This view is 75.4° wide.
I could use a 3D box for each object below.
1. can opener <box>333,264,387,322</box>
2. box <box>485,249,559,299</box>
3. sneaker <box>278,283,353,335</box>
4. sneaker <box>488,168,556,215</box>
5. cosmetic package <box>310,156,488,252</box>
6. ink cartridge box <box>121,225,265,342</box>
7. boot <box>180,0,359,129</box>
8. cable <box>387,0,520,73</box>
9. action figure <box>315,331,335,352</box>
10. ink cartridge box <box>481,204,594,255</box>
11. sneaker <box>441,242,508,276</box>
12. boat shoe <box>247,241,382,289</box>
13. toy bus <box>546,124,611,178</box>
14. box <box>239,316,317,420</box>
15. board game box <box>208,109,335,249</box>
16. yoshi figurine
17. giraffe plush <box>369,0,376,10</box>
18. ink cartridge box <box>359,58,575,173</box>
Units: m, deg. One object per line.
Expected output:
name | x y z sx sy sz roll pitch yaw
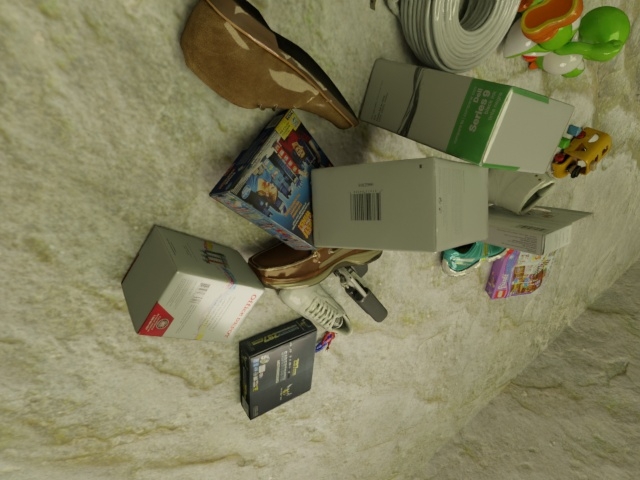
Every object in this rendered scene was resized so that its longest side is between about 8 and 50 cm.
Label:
can opener | 0.110 0.122 1.043 0.093 0.074 0.280 -43 138 -7
box | 0.722 0.079 1.474 0.200 0.057 0.294 -6 128 -6
sneaker | -0.003 0.155 0.960 0.090 0.095 0.235 -50 137 4
sneaker | 0.576 -0.206 1.115 0.108 0.169 0.293 20 105 -44
cosmetic package | 0.140 -0.059 0.711 0.224 0.223 0.138 -10 99 -49
ink cartridge box | -0.213 0.080 0.701 0.176 0.127 0.128 22 108 -46
boot | -0.064 -0.240 0.626 0.305 0.112 0.115 24 120 -40
cable | 0.257 -0.436 0.736 0.257 0.089 0.257 -49 138 1
action figure | 0.009 0.277 1.111 0.115 0.030 0.038 -44 133 -7
ink cartridge box | 0.541 -0.043 1.127 0.238 0.275 0.060 -15 109 -30
sneaker | 0.480 0.010 1.250 0.275 0.107 0.110 -29 126 -20
boat shoe | 0.000 0.000 0.841 0.323 0.122 0.120 -18 123 -37
toy bus | 0.840 -0.262 1.338 0.190 0.104 0.202 -13 127 -32
box | -0.104 0.314 1.020 0.183 0.059 0.233 -16 129 -32
board game box | -0.057 -0.083 0.704 0.194 0.060 0.194 50 57 -33
yoshi figurine | 0.541 -0.465 0.879 0.361 0.202 0.204 2 110 -47
giraffe plush | -0.017 -0.385 0.500 0.170 0.181 0.211 -17 113 -15
ink cartridge box | 0.244 -0.225 0.736 0.211 0.289 0.122 -4 119 -38
